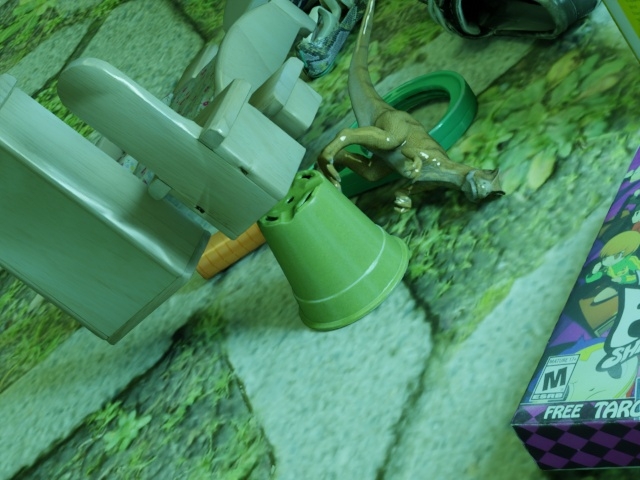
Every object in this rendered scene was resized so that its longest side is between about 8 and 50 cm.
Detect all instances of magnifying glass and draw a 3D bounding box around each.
[{"bbox_3d":[0.008,-0.045,1.119,0.231,0.026,0.092,-35,29,7],"label":"magnifying glass"}]

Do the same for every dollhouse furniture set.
[{"bbox_3d":[-0.120,-0.127,1.135,0.303,0.174,0.355,-38,21,42],"label":"dollhouse furniture set"}]

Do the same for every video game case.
[{"bbox_3d":[0.227,0.017,0.758,0.232,0.042,0.210,-8,38,42],"label":"video game case"}]

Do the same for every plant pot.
[{"bbox_3d":[0.000,0.000,1.002,0.083,0.079,0.083,-29,29,18],"label":"plant pot"}]

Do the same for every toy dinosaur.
[{"bbox_3d":[0.043,-0.070,1.057,0.112,0.064,0.211,-26,49,-15],"label":"toy dinosaur"}]

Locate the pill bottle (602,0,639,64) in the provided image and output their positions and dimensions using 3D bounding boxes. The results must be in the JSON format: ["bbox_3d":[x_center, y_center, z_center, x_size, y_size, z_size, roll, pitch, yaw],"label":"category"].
[{"bbox_3d":[0.199,-0.193,0.917,0.117,0.215,0.117,-28,30,18],"label":"pill bottle"}]

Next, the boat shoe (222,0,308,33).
[{"bbox_3d":[0.056,-0.290,1.347,0.340,0.158,0.127,-57,25,26],"label":"boat shoe"}]

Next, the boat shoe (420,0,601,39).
[{"bbox_3d":[0.112,-0.187,1.153,0.070,0.078,0.219,-47,31,-19],"label":"boat shoe"}]

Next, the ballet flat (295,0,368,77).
[{"bbox_3d":[0.011,-0.183,1.302,0.041,0.041,0.114,-9,39,41],"label":"ballet flat"}]
